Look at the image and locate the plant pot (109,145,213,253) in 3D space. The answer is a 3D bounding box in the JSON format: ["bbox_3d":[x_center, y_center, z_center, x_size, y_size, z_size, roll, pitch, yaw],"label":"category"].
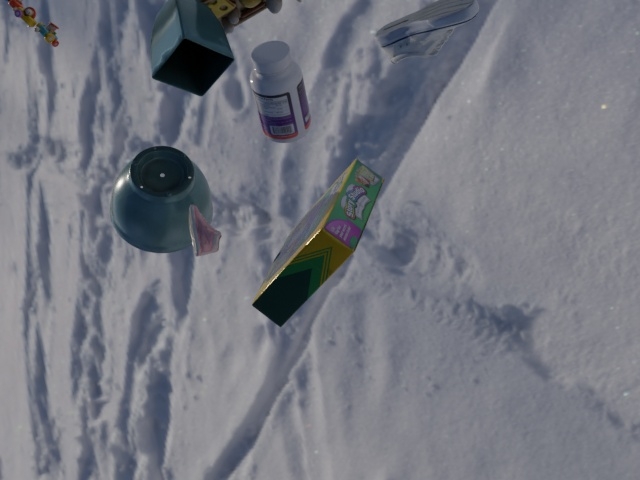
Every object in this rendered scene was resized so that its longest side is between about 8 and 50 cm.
[{"bbox_3d":[-0.441,-0.139,2.227,0.293,0.293,0.196,62,157,24],"label":"plant pot"}]

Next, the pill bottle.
[{"bbox_3d":[-0.084,-0.303,1.632,0.108,0.108,0.193,47,159,39],"label":"pill bottle"}]

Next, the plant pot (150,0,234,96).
[{"bbox_3d":[-0.364,-0.556,2.203,0.165,0.165,0.234,-39,51,35],"label":"plant pot"}]

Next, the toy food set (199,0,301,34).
[{"bbox_3d":[-0.239,-0.701,2.386,0.306,0.219,0.092,-23,65,25],"label":"toy food set"}]

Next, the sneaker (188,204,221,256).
[{"bbox_3d":[-0.278,-0.026,1.934,0.051,0.070,0.134,119,141,-60],"label":"sneaker"}]

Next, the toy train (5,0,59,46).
[{"bbox_3d":[-0.720,-0.563,2.025,0.046,0.166,0.125,-46,28,6],"label":"toy train"}]

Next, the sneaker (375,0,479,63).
[{"bbox_3d":[0.237,-0.444,1.701,0.258,0.094,0.091,-5,131,48],"label":"sneaker"}]

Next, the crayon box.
[{"bbox_3d":[0.000,0.000,2.016,0.106,0.363,0.313,38,125,-9],"label":"crayon box"}]
